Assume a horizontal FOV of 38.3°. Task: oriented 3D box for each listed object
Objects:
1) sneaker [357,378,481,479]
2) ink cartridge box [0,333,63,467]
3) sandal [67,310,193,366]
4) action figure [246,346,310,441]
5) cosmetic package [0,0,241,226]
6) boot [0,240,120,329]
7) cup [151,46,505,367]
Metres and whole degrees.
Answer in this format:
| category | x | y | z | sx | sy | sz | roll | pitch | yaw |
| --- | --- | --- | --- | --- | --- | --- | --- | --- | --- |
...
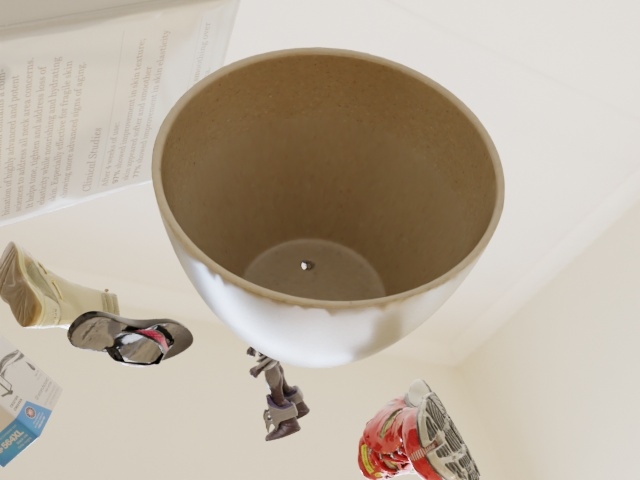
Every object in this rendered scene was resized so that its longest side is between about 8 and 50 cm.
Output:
| category | x | y | z | sx | sy | sz | roll | pitch | yaw |
| --- | --- | --- | --- | --- | --- | --- | --- | --- | --- |
| sneaker | 0.099 | 0.237 | 1.036 | 0.118 | 0.107 | 0.279 | -30 | -4 | -1 |
| ink cartridge box | -0.509 | 0.219 | 1.400 | 0.086 | 0.148 | 0.203 | -39 | -73 | 14 |
| sandal | -0.214 | 0.121 | 1.068 | 0.067 | 0.040 | 0.179 | -52 | -34 | 14 |
| action figure | -0.103 | 0.255 | 1.882 | 0.099 | 0.185 | 0.285 | -15 | -77 | 3 |
| cosmetic package | -0.375 | -0.263 | 1.214 | 0.393 | 0.327 | 0.329 | -20 | -31 | -36 |
| boot | -0.518 | 0.101 | 1.829 | 0.203 | 0.262 | 0.095 | 16 | -74 | -40 |
| cup | 0.000 | 0.000 | 0.948 | 0.331 | 0.331 | 0.237 | -9 | -38 | -13 |
